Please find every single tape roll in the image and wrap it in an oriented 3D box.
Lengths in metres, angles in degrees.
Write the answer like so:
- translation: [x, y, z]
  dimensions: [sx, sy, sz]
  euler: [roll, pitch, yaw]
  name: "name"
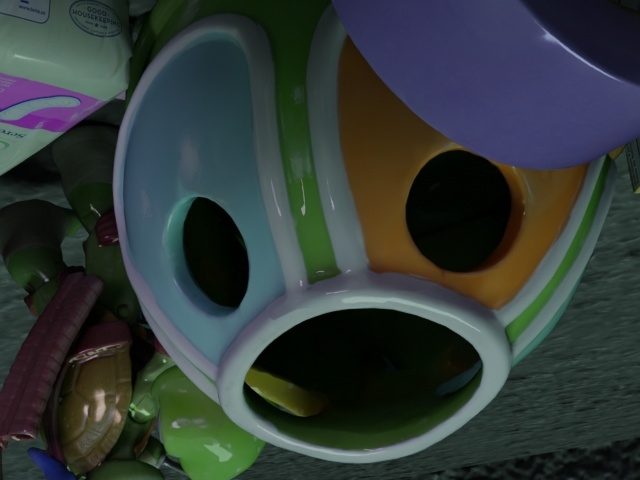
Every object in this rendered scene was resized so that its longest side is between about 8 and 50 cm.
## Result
- translation: [0.093, -0.129, 0.564]
  dimensions: [0.189, 0.189, 0.080]
  euler: [5, 158, -32]
  name: "tape roll"

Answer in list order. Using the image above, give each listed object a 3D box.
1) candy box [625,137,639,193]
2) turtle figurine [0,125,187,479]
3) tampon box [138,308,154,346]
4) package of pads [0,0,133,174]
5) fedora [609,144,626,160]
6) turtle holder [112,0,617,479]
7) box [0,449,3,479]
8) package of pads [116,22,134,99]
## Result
- translation: [0.299, -0.089, 0.987]
  dimensions: [0.109, 0.053, 0.187]
  euler: [-3, 163, -12]
  name: "candy box"
- translation: [-0.104, 0.069, 0.952]
  dimensions: [0.274, 0.266, 0.198]
  euler: [-15, 152, -16]
  name: "turtle figurine"
- translation: [-0.061, 0.014, 1.067]
  dimensions: [0.161, 0.121, 0.101]
  euler: [-18, 160, 32]
  name: "tampon box"
- translation: [-0.253, -0.091, 0.707]
  dimensions: [0.229, 0.101, 0.296]
  euler: [11, 156, -40]
  name: "package of pads"
- translation: [0.100, -0.078, 0.906]
  dimensions: [0.194, 0.079, 0.194]
  euler: [-5, 167, -1]
  name: "fedora"
- translation: [-0.006, -0.012, 0.699]
  dimensions: [0.320, 0.227, 0.243]
  euler: [-23, 136, 27]
  name: "turtle holder"
- translation: [-0.287, 0.057, 0.934]
  dimensions: [0.126, 0.232, 0.149]
  euler: [-5, 162, -5]
  name: "box"
- translation: [-0.129, -0.107, 0.812]
  dimensions: [0.083, 0.032, 0.050]
  euler: [9, 156, -39]
  name: "package of pads"
